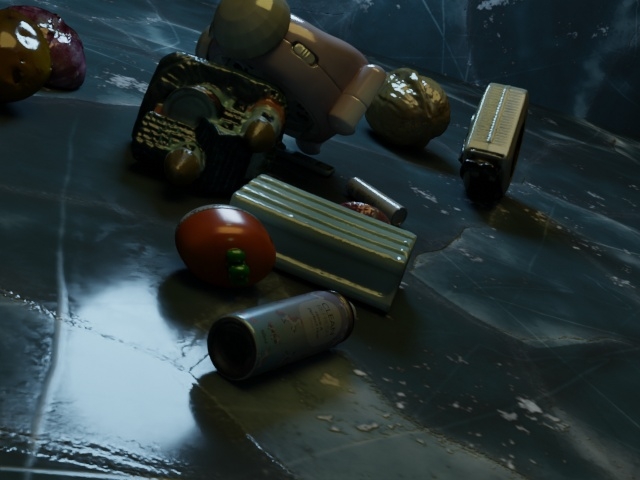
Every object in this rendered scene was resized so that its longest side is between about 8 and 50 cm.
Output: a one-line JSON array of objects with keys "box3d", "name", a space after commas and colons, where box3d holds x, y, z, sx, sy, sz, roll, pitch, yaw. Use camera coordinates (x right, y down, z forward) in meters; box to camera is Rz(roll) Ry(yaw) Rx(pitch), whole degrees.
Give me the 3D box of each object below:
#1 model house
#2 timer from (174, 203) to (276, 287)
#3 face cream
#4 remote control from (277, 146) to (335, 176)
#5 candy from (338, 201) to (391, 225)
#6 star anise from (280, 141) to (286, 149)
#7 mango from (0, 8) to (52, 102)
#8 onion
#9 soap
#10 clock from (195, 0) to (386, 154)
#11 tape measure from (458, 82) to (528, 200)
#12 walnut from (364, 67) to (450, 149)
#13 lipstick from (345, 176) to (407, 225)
[{"box3d": [-0.193, -0.173, 1.574, 0.253, 0.185, 0.291, 23, 24, -6], "name": "model house"}, {"box3d": [-0.119, 0.012, 1.241, 0.136, 0.099, 0.136, 6, 20, -2], "name": "timer"}, {"box3d": [-0.033, 0.103, 1.117, 0.075, 0.075, 0.229, 30, 22, 27], "name": "face cream"}, {"box3d": [-0.031, -0.159, 1.913, 0.124, 0.018, 0.053, 25, 19, 15], "name": "remote control"}, {"box3d": [0.062, -0.021, 1.521, 0.103, 0.103, 0.043, 19, 63, -4], "name": "candy"}, {"box3d": [-0.156, -0.212, 1.865, 0.195, 0.065, 0.182, 16, 19, -16], "name": "star anise"}, {"box3d": [-0.540, -0.324, 1.654, 0.155, 0.151, 0.249, 14, 21, -13], "name": "mango"}, {"box3d": [-0.574, -0.404, 1.897, 0.227, 0.120, 0.283, 16, 19, -26], "name": "onion"}, {"box3d": [0.000, 0.000, 1.408, 0.265, 0.088, 0.160, 21, 20, 6], "name": "soap"}, {"box3d": [-0.074, -0.325, 1.811, 0.325, 0.184, 0.342, 31, -18, -12], "name": "clock"}, {"box3d": [0.376, -0.193, 2.145, 0.132, 0.231, 0.271, 13, 55, 12], "name": "tape measure"}, {"box3d": [0.214, -0.325, 2.350, 0.198, 0.198, 0.245, 9, 18, -28], "name": "walnut"}, {"box3d": [0.102, -0.075, 1.783, 0.040, 0.040, 0.141, 1, 26, -44], "name": "lipstick"}]
